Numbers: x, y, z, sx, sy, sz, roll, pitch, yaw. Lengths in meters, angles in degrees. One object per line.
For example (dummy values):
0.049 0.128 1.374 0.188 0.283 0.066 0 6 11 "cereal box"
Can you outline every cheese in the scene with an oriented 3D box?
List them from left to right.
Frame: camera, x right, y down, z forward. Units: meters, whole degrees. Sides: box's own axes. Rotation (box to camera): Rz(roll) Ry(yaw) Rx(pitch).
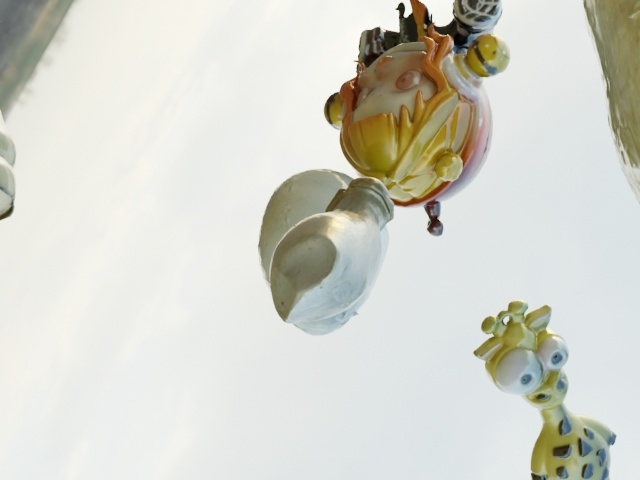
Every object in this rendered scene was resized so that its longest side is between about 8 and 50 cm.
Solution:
0.000 0.000 1.418 0.189 0.154 0.198 83 25 -58 "cheese"

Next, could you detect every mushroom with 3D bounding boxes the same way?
0.012 0.008 1.049 0.212 0.088 0.097 -50 142 -56 "mushroom"

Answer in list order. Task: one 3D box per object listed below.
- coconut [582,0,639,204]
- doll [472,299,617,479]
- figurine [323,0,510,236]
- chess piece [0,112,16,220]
0.420 -0.122 0.878 0.404 0.405 0.404 -52 -161 26 "coconut"
0.274 0.196 1.321 0.117 0.291 0.086 -31 -156 -9 "doll"
0.141 -0.181 1.537 0.320 0.196 0.323 -15 -130 46 "figurine"
-0.163 -0.072 0.484 0.066 0.066 0.122 -34 -125 55 "chess piece"
